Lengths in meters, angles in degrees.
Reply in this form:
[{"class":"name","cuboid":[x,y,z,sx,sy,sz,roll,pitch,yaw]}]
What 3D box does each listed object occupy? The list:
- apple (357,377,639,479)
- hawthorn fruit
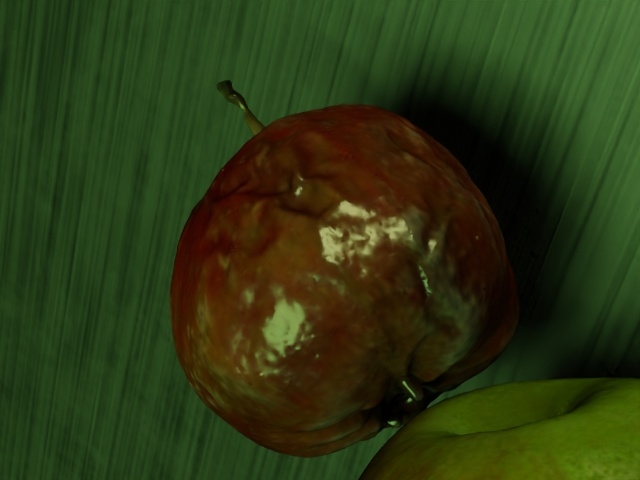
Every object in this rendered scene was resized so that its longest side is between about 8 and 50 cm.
[{"class":"apple","cuboid":[0.151,0.243,0.962,0.340,0.339,0.339,23,126,35]},{"class":"hawthorn fruit","cuboid":[0.000,0.000,1.066,0.271,0.242,0.242,63,141,23]}]
